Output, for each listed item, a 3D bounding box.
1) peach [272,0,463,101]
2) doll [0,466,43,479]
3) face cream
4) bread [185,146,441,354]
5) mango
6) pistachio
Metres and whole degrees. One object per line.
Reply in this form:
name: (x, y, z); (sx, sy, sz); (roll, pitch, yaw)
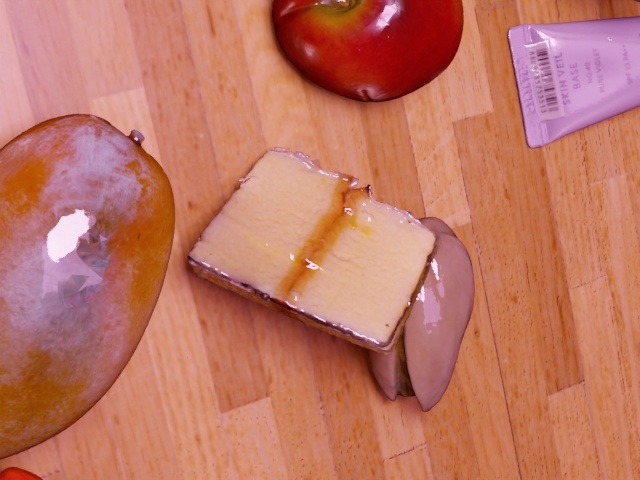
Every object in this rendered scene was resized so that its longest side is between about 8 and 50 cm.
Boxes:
peach: (0.055, -0.246, 1.432); (0.196, 0.226, 0.190); (-37, 75, 15)
doll: (-0.332, 0.403, 1.293); (0.199, 0.105, 0.336); (28, 80, -26)
face cream: (0.373, -0.222, 1.624); (0.274, 0.096, 0.154); (-15, 104, -12)
bread: (0.000, 0.000, 1.373); (0.240, 0.135, 0.178); (25, 82, 4)
mango: (-0.280, 0.056, 1.250); (0.221, 0.199, 0.384); (32, 92, -32)
pistachio: (0.115, 0.085, 1.491); (0.136, 0.136, 0.226); (2, 97, -27)
